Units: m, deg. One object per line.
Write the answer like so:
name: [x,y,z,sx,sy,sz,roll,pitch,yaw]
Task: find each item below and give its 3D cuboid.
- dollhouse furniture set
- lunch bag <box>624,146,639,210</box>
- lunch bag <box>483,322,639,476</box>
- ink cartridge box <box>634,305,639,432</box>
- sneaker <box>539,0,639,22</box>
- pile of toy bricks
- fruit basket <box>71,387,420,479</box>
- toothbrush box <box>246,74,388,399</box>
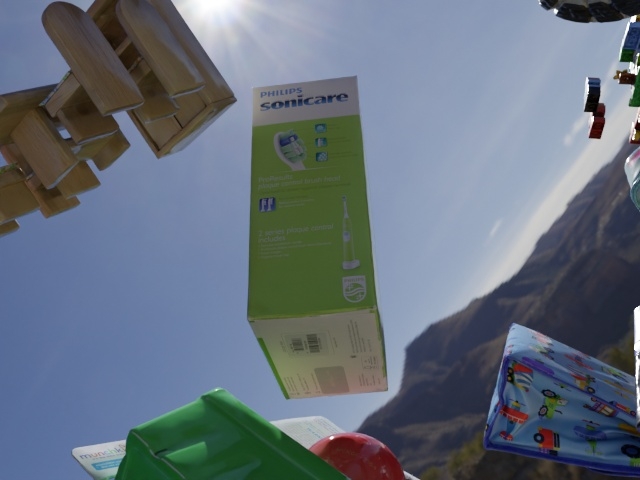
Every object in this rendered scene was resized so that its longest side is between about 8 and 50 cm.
dollhouse furniture set: [-0.216,-0.145,0.656,0.212,0.161,0.242,-33,1,34]
lunch bag: [0.643,-0.084,1.153,0.224,0.279,0.108,-40,19,37]
lunch bag: [0.394,0.234,1.020,0.221,0.293,0.138,-18,-59,-72]
ink cartridge box: [0.323,0.094,0.624,0.097,0.046,0.207,-45,-1,31]
sneaker: [0.325,-0.269,0.600,0.129,0.330,0.147,29,-95,-44]
pile of toy bricks: [0.398,-0.224,0.909,0.212,0.118,0.105,81,-160,-52]
fruit basket: [-0.003,0.261,0.678,0.353,0.327,0.166,18,-86,-50]
toothbrush box: [0.000,0.000,0.786,0.206,0.122,0.283,77,-170,-58]
